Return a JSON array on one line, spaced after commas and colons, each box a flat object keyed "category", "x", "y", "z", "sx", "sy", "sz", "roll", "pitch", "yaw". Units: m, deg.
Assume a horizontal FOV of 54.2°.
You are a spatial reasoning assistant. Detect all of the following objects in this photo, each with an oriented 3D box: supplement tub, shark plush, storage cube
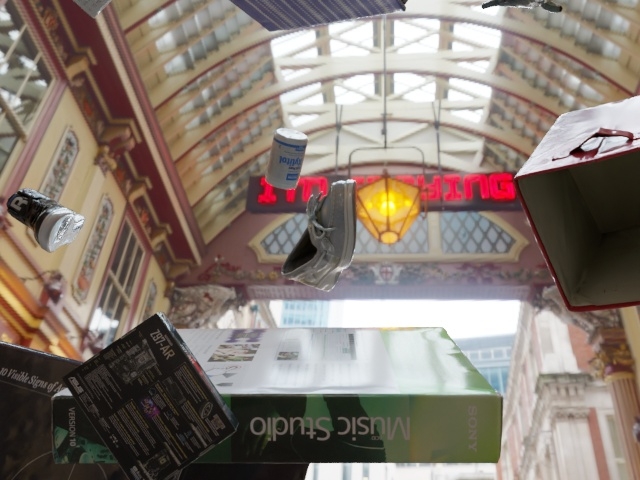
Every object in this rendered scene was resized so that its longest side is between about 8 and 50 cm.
[{"category": "supplement tub", "x": -0.069, "y": -0.165, "z": 1.261, "sx": 0.070, "sy": 0.071, "sz": 0.107, "roll": 11, "pitch": -65, "yaw": -7}, {"category": "shark plush", "x": 0.360, "y": -0.446, "z": 1.117, "sx": 0.161, "sy": 0.067, "sz": 0.073, "roll": 23, "pitch": -59, "yaw": 45}, {"category": "storage cube", "x": 0.369, "y": -0.055, "z": 0.726, "sx": 0.183, "sy": 0.193, "sz": 0.215, "roll": -12, "pitch": -68, "yaw": 43}]

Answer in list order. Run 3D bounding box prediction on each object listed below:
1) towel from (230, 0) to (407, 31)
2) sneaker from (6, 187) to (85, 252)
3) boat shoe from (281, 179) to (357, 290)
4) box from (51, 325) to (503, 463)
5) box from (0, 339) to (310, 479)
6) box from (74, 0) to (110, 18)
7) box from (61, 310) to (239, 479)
[{"category": "towel", "x": -0.038, "y": -0.465, "z": 1.133, "sx": 0.335, "sy": 0.040, "sz": 0.243, "roll": 6, "pitch": -8, "yaw": 36}, {"category": "sneaker", "x": -0.489, "y": -0.041, "z": 1.072, "sx": 0.121, "sy": 0.079, "sz": 0.217, "roll": 29, "pitch": -6, "yaw": -10}, {"category": "boat shoe", "x": 0.000, "y": -0.002, "z": 1.142, "sx": 0.102, "sy": 0.118, "sz": 0.320, "roll": 7, "pitch": -27, "yaw": -9}, {"category": "box", "x": -0.029, "y": 0.126, "z": 0.551, "sx": 0.321, "sy": 0.059, "sz": 0.232, "roll": -2, "pitch": 4, "yaw": 2}, {"category": "box", "x": -0.331, "y": 0.416, "z": 0.813, "sx": 0.479, "sy": 0.472, "sz": 0.297, "roll": 5, "pitch": -25, "yaw": 31}, {"category": "box", "x": -0.348, "y": -0.506, "z": 1.047, "sx": 0.180, "sy": 0.182, "sz": 0.119, "roll": -21, "pitch": -49, "yaw": 41}, {"category": "box", "x": -0.098, "y": 0.094, "z": 0.365, "sx": 0.067, "sy": 0.083, "sz": 0.018, "roll": -35, "pitch": -1, "yaw": -3}]
